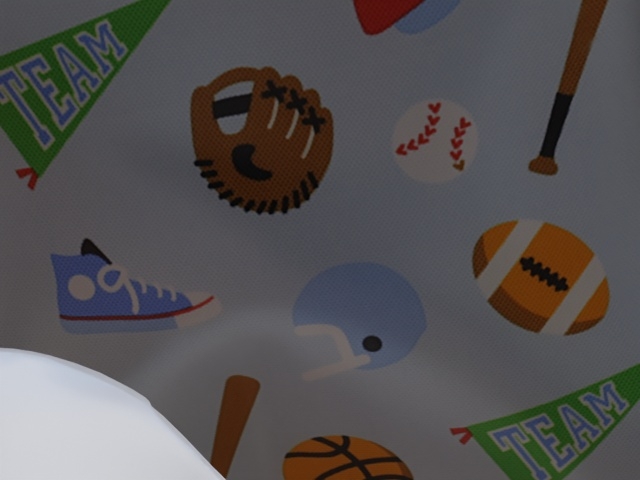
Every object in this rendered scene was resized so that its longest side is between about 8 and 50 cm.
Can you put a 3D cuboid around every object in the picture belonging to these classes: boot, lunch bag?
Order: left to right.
[{"bbox_3d":[-0.041,0.107,0.496,0.190,0.069,0.086,30,-44,21],"label":"boot"},{"bbox_3d":[0.000,0.000,0.736,0.328,0.239,0.385,-8,-73,10],"label":"lunch bag"}]
